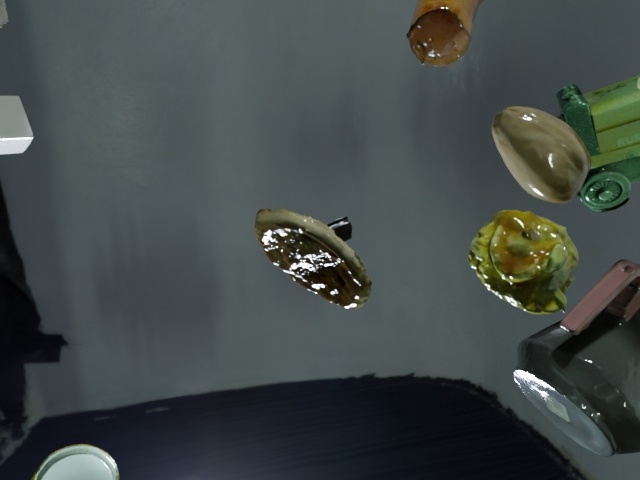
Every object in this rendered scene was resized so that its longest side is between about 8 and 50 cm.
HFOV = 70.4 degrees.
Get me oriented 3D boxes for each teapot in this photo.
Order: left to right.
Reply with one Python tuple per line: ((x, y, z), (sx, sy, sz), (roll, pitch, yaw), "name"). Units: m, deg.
((0.635, 0.234, 1.002), (0.306, 0.362, 0.376), (33, 161, 55), "teapot")

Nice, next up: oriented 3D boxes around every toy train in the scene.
((0.639, -0.217, 0.872), (0.253, 0.397, 0.160), (57, -146, -29), "toy train")

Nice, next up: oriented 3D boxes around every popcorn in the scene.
((0.630, 0.059, 1.393), (0.336, 0.279, 0.274), (31, 132, 31), "popcorn")

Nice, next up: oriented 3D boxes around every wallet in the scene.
((0.000, 0.000, 1.337), (0.110, 0.198, 0.031), (84, 159, -57), "wallet")

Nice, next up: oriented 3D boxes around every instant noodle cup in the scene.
((-0.463, 0.478, 0.832), (0.144, 0.182, 0.182), (-61, 29, 22), "instant noodle cup")

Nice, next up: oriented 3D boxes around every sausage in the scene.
((0.217, -0.389, 0.737), (0.270, 0.109, 0.109), (-62, -2, -30), "sausage")

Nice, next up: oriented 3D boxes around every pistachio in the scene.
((0.352, -0.139, 0.726), (0.185, 0.108, 0.126), (51, 159, -6), "pistachio")

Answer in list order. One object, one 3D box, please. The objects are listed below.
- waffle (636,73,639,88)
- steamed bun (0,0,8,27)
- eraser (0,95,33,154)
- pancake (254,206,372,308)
((0.485, -0.241, 0.414), (0.073, 0.317, 0.297), (45, -172, -12), "waffle")
((-0.384, -0.258, 0.416), (0.183, 0.106, 0.182), (164, 90, -82), "steamed bun")
((-0.619, -0.171, 0.688), (0.076, 0.298, 0.078), (-19, 90, 41), "eraser")
((-0.021, 0.050, 1.118), (0.065, 0.356, 0.356), (-56, -3, -27), "pancake")
